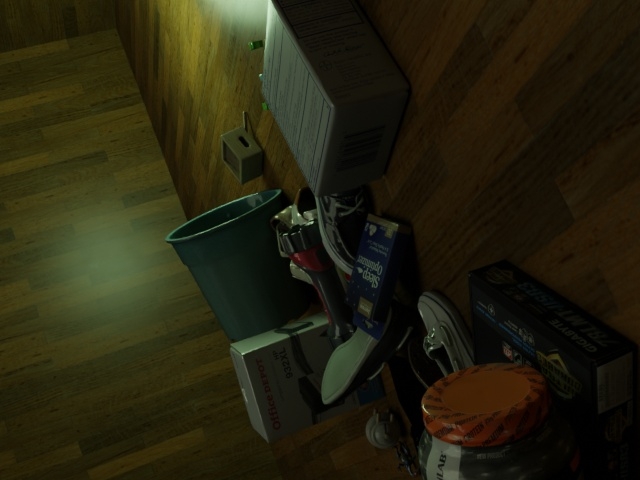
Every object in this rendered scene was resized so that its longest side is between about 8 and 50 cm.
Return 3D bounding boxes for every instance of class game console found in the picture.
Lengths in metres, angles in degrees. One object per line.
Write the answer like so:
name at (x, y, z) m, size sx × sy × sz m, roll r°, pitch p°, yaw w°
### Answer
game console at (0.213, 0.414, 1.693) m, size 0.213 × 0.043 × 0.362 m, roll -119°, pitch 11°, yaw -74°

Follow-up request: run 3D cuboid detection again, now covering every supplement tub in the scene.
supplement tub at (0.249, 0.348, 1.091) m, size 0.207 × 0.207 × 0.338 m, roll 22°, pitch 130°, yaw 68°

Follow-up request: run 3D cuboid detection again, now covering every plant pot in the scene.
plant pot at (-0.203, 0.077, 2.268) m, size 0.334 × 0.341 × 0.341 m, roll 68°, pitch 164°, yaw -12°

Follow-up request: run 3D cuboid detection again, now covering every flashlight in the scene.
flashlight at (0.009, 0.108, 1.785) m, size 0.103 × 0.103 × 0.304 m, roll -56°, pitch -54°, yaw -72°

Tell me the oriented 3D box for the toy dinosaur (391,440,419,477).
toy dinosaur at (0.204, 0.508, 1.917) m, size 0.082 × 0.047 × 0.090 m, roll 61°, pitch -166°, yaw 6°

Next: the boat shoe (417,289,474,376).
boat shoe at (0.219, 0.179, 1.454) m, size 0.083 × 0.075 × 0.226 m, roll 90°, pitch 155°, yaw -44°

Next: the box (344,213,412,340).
box at (0.104, 0.069, 1.597) m, size 0.136 × 0.036 × 0.225 m, roll 26°, pitch 104°, yaw 66°

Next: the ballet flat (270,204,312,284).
ballet flat at (-0.039, 0.036, 2.049) m, size 0.108 × 0.106 × 0.316 m, roll 89°, pitch 156°, yaw -43°

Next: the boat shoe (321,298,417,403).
boat shoe at (0.095, 0.239, 1.688) m, size 0.303 × 0.091 × 0.114 m, roll -57°, pitch 29°, yaw 39°

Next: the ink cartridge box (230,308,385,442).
ink cartridge box at (-0.031, 0.309, 1.952) m, size 0.129 × 0.307 × 0.223 m, roll -170°, pitch 64°, yaw -71°

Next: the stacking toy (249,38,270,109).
stacking toy at (-0.108, -0.392, 1.945) m, size 0.221 × 0.052 × 0.167 m, roll -155°, pitch 51°, yaw -69°

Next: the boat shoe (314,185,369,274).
boat shoe at (0.050, -0.077, 1.691) m, size 0.102 × 0.108 × 0.301 m, roll 124°, pitch 134°, yaw -70°

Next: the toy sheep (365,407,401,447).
toy sheep at (0.146, 0.439, 1.917) m, size 0.132 × 0.091 × 0.091 m, roll 51°, pitch -159°, yaw -87°

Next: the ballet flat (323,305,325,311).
ballet flat at (0.027, 0.183, 2.107) m, size 0.114 × 0.041 × 0.041 m, roll 89°, pitch 156°, yaw -45°

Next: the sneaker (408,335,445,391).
sneaker at (0.218, 0.274, 1.572) m, size 0.071 × 0.066 × 0.188 m, roll 90°, pitch 157°, yaw -57°

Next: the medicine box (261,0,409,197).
medicine box at (0.013, -0.279, 1.514) m, size 0.263 × 0.149 × 0.289 m, roll 102°, pitch 146°, yaw -58°

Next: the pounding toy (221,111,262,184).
pounding toy at (-0.221, -0.265, 2.358) m, size 0.141 × 0.100 × 0.130 m, roll 51°, pitch 155°, yaw 25°

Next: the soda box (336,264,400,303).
soda box at (0.100, 0.094, 1.756) m, size 0.058 × 0.061 × 0.181 m, roll 90°, pitch 155°, yaw -47°

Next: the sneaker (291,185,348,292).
sneaker at (0.000, 0.000, 1.893) m, size 0.123 × 0.105 × 0.290 m, roll 96°, pitch 152°, yaw -57°

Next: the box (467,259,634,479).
box at (0.324, 0.216, 1.188) m, size 0.295 × 0.073 × 0.293 m, roll -137°, pitch 35°, yaw -58°
